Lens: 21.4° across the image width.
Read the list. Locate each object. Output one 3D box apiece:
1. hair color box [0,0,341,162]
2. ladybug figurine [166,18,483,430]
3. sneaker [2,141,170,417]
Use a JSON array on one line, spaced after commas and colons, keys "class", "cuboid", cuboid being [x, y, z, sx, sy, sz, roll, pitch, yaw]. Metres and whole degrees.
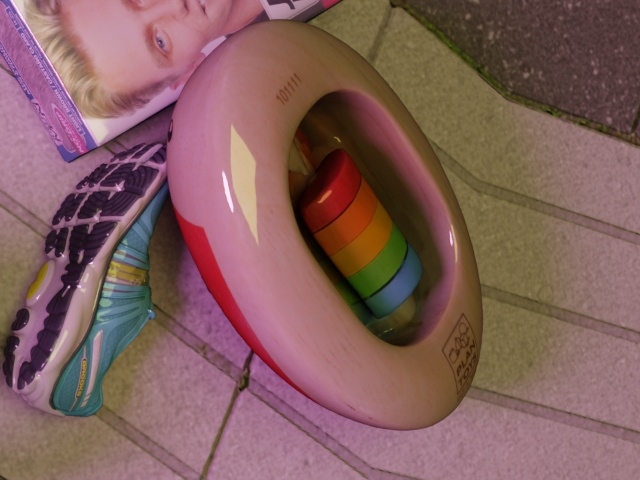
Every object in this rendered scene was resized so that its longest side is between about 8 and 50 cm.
[{"class": "hair color box", "cuboid": [-0.135, -0.237, 1.634, 0.347, 0.105, 0.174, -35, 99, -25]}, {"class": "ladybug figurine", "cuboid": [0.000, 0.000, 1.606, 0.449, 0.162, 0.305, 57, 44, -25]}, {"class": "sneaker", "cuboid": [-0.203, 0.035, 1.590, 0.110, 0.107, 0.275, 34, 74, -40]}]
